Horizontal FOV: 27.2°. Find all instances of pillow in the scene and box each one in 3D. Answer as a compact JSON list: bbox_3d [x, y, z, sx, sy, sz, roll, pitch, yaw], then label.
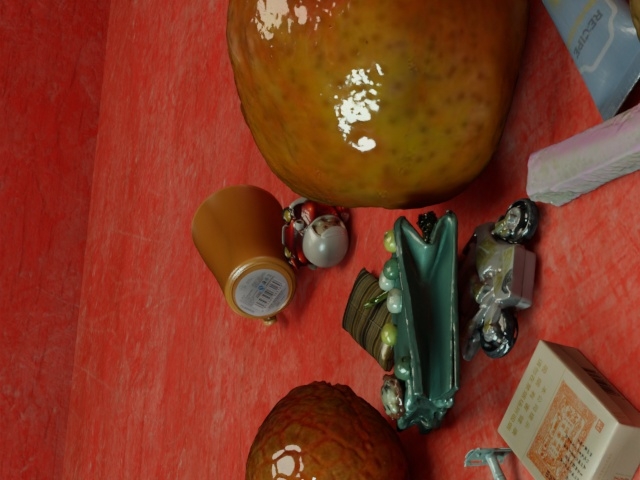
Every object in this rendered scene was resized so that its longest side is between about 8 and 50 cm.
[{"bbox_3d":[0.085,0.122,2.100,0.203,0.038,0.113,38,111,64],"label":"pillow"}]

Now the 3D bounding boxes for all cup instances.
[{"bbox_3d":[-0.129,0.042,2.456,0.264,0.182,0.226,-114,7,-57],"label":"cup"}]

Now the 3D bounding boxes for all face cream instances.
[{"bbox_3d":[0.342,-0.322,1.746,0.385,0.086,0.135,-107,33,-43],"label":"face cream"}]

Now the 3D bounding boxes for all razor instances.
[{"bbox_3d":[0.236,0.322,1.657,0.040,0.068,0.135,-57,42,40],"label":"razor"}]

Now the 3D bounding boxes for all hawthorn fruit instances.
[{"bbox_3d":[0.068,-0.260,1.888,0.472,0.471,0.472,-43,40,50],"label":"hawthorn fruit"}]

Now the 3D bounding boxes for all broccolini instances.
[{"bbox_3d":[0.131,0.040,2.022,0.052,0.054,0.194,41,108,22],"label":"broccolini"}]

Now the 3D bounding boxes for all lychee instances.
[{"bbox_3d":[0.010,0.344,1.900,0.255,0.255,0.300,-45,51,49],"label":"lychee"}]

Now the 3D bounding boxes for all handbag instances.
[{"bbox_3d":[0.127,0.115,1.831,0.269,0.100,0.274,101,171,-72],"label":"handbag"}]

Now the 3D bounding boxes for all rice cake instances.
[{"bbox_3d":[0.365,-0.117,1.609,0.365,0.056,0.073,-27,55,60],"label":"rice cake"}]

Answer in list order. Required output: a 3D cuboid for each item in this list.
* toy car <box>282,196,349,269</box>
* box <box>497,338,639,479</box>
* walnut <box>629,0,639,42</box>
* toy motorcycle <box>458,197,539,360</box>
[{"bbox_3d":[0.000,0.000,2.293,0.112,0.112,0.139,45,136,43],"label":"toy car"},{"bbox_3d":[0.297,0.224,1.559,0.141,0.058,0.201,-67,26,18],"label":"box"},{"bbox_3d":[0.430,-0.261,1.371,0.228,0.228,0.228,-43,40,50],"label":"walnut"},{"bbox_3d":[0.228,0.054,1.784,0.152,0.073,0.225,-17,56,58],"label":"toy motorcycle"}]
